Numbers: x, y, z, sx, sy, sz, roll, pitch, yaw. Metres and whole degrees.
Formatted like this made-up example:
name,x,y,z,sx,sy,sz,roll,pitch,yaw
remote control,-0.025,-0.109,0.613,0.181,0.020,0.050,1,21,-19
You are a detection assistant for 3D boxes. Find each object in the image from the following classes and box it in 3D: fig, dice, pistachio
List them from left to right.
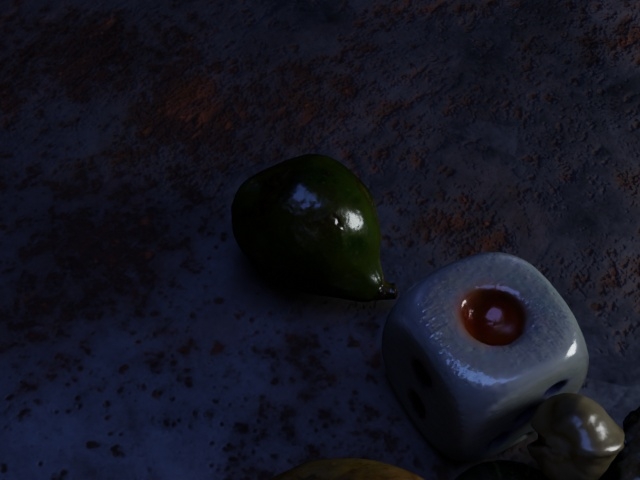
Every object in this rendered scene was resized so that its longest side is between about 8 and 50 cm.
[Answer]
name,x,y,z,sx,sy,sz,roll,pitch,yaw
fig,0.000,0.000,1.547,0.195,0.195,0.245,-38,93,-25
dice,0.198,0.142,1.440,0.193,0.192,0.194,-25,60,-20
pistachio,0.294,0.225,1.350,0.113,0.113,0.149,24,14,14

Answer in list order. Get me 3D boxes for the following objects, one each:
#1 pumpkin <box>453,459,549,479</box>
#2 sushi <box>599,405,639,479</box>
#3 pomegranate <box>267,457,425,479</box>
name,x,y,z,sx,sy,sz,roll,pitch,yaw
pumpkin,0.211,0.335,1.343,0.167,0.125,0.167,8,53,-11
sushi,0.413,0.332,1.326,0.210,0.171,0.350,18,55,12
pomegranate,0.025,0.374,1.212,0.322,0.322,0.322,1,54,-2
